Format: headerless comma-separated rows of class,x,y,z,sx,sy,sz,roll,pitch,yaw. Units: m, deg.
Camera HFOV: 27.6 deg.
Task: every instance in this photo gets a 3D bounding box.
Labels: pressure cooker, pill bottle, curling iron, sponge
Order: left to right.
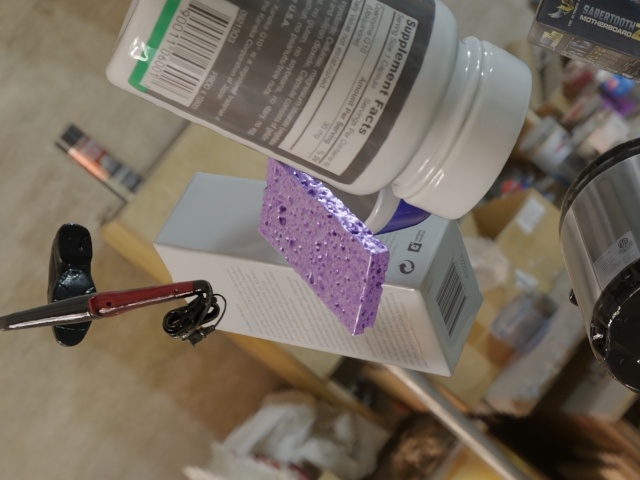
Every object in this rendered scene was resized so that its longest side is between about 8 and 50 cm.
curling iron,-0.228,0.079,1.384,0.274,0.035,0.068,-3,61,21
pill bottle,0.000,-0.167,1.223,0.204,0.361,0.204,-59,15,27
sponge,0.000,0.000,1.491,0.031,0.210,0.117,-16,-45,-31
pressure cooker,0.611,0.016,2.264,0.370,0.375,0.420,-15,40,6

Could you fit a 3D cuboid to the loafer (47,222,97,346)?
loafer,-0.331,0.065,1.718,0.061,0.062,0.170,-40,44,53

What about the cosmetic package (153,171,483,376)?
cosmetic package,-0.002,0.047,2.007,0.453,0.230,0.161,9,55,27

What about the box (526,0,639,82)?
box,0.320,-0.219,1.406,0.233,0.183,0.059,-20,-49,-82

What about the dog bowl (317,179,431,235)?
dog bowl,0.052,-0.137,1.664,0.104,0.265,0.265,-10,-14,-31
